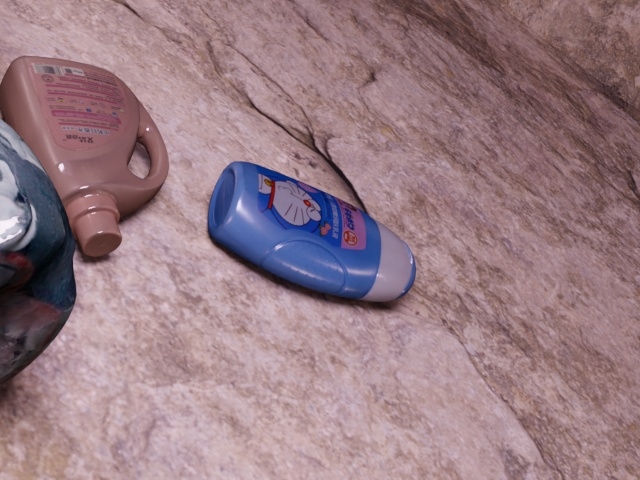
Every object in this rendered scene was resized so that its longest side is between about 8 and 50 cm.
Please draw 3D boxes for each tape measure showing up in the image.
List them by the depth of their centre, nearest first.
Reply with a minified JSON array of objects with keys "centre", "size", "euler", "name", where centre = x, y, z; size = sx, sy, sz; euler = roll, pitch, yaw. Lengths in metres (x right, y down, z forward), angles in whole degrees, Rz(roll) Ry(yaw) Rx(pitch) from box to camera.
[{"centre":[-0.299,0.031,0.613],"size":[0.275,0.256,0.147],"euler":[-20,63,-24],"name":"tape measure"}]

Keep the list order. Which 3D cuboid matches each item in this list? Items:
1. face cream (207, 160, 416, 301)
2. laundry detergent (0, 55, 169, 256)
[{"centre":[0.000,0.000,1.094],"size":[0.264,0.083,0.149],"euler":[22,40,-25],"name":"face cream"},{"centre":[-0.230,-0.087,0.981],"size":[0.171,0.076,0.237],"euler":[1,49,-44],"name":"laundry detergent"}]
